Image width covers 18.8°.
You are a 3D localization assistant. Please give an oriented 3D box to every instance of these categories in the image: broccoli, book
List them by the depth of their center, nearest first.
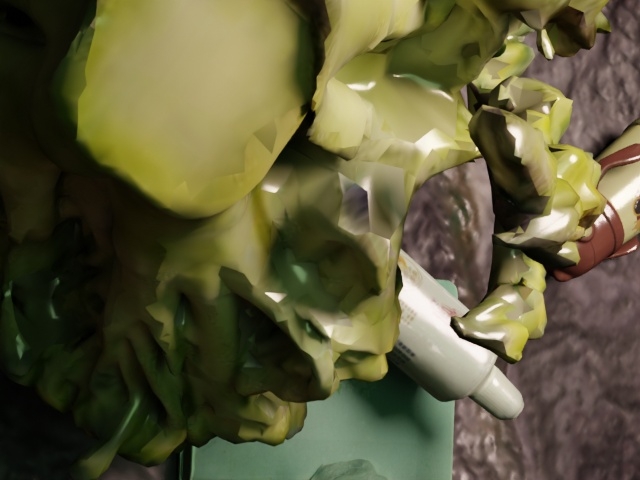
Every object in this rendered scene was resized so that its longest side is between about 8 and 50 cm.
[{"bbox_3d":[-0.043,-0.081,0.695,0.334,0.272,0.324,-42,134,7],"label":"broccoli"},{"bbox_3d":[0.001,0.059,0.858,0.135,0.017,0.103,5,82,-30],"label":"book"}]

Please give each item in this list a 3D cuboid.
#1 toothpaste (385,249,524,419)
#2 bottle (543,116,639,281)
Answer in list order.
[{"bbox_3d":[0.000,0.000,0.835,0.233,0.038,0.060,41,57,-9],"label":"toothpaste"},{"bbox_3d":[0.141,-0.016,0.940,0.101,0.047,0.063,-39,117,-28],"label":"bottle"}]
